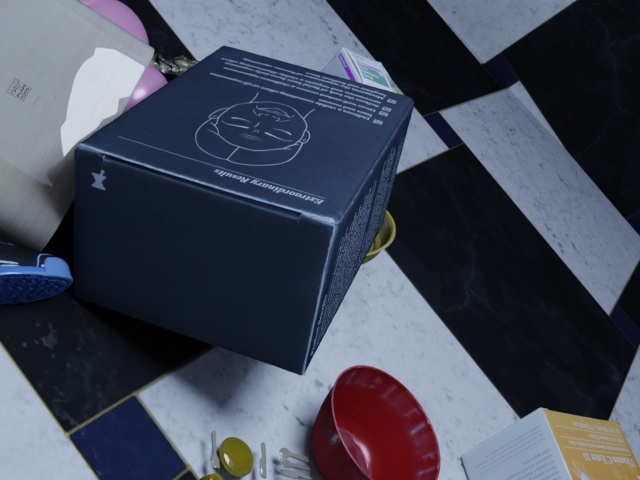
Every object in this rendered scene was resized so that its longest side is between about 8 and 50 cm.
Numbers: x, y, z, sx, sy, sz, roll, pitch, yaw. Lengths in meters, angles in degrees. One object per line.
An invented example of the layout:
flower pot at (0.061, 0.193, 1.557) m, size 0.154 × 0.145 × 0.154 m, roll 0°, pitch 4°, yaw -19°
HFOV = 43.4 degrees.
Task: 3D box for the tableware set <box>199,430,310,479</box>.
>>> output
tableware set at (-0.072, 0.286, 0.936) m, size 0.154 × 0.024 × 0.104 m, roll 25°, pitch 42°, yaw -33°

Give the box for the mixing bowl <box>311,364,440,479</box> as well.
mixing bowl at (0.056, 0.263, 1.035) m, size 0.181 × 0.098 × 0.181 m, roll 31°, pitch 35°, yaw -25°

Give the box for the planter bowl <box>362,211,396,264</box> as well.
planter bowl at (0.000, 0.000, 1.228) m, size 0.217 × 0.090 × 0.217 m, roll 8°, pitch 32°, yaw -5°

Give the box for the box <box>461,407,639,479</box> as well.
box at (0.381, 0.442, 1.156) m, size 0.215 × 0.168 × 0.345 m, roll 17°, pitch 43°, yaw -39°

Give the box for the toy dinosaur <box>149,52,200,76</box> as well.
toy dinosaur at (-0.303, -0.276, 1.237) m, size 0.268 × 0.064 × 0.118 m, roll 15°, pitch 38°, yaw -37°

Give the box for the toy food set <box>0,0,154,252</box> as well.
toy food set at (-0.353, -0.161, 0.920) m, size 0.220 × 0.092 × 0.306 m, roll 31°, pitch 69°, yaw -23°

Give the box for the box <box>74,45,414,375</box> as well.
box at (-0.079, -0.064, 1.021) m, size 0.293 × 0.212 × 0.395 m, roll 18°, pitch 32°, yaw 10°

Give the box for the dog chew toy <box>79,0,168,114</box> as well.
dog chew toy at (-0.326, -0.261, 1.073) m, size 0.332 × 0.206 × 0.206 m, roll 50°, pitch 32°, yaw -10°

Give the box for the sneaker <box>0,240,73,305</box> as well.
sneaker at (-0.370, 0.012, 0.826) m, size 0.232 × 0.081 × 0.090 m, roll 6°, pitch 58°, yaw -45°

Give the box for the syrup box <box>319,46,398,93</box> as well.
syrup box at (0.012, -0.201, 1.352) m, size 0.093 × 0.237 × 0.096 m, roll 11°, pitch 47°, yaw -45°
